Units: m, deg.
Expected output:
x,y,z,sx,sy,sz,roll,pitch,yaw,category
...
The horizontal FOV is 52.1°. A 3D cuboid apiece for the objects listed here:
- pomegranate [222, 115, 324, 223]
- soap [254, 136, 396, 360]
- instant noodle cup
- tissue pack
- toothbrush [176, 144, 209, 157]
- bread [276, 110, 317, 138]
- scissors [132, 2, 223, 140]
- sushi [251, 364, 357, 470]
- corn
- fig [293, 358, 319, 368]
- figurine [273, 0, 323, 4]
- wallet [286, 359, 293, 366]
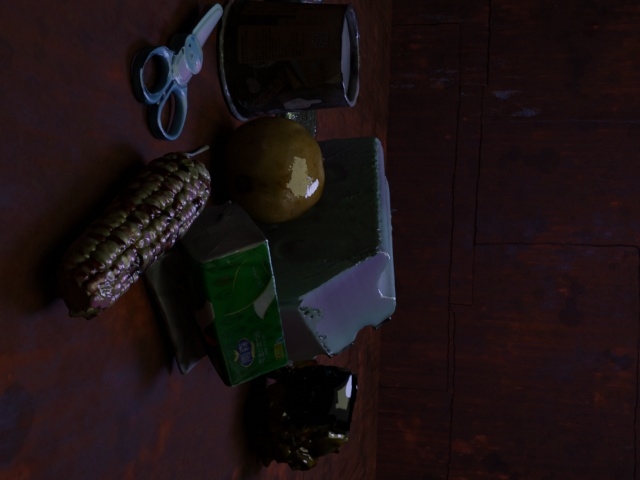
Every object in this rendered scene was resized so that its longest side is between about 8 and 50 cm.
x,y,z,sx,sy,sz,roll,pitch,yaw,category
-0.071,-0.120,1.102,0.196,0.196,0.196,2,90,-77,pomegranate
0.000,0.000,1.206,0.446,0.261,0.156,-86,169,-47,soap
-0.044,-0.315,1.131,0.217,0.207,0.217,2,90,-76,instant noodle cup
-0.150,0.080,0.905,0.148,0.156,0.209,-133,-150,-53,tissue pack
-0.189,-0.127,0.954,0.131,0.011,0.013,-52,129,-68,toothbrush
-0.048,-0.305,1.489,0.267,0.041,0.266,2,90,-77,bread
-0.187,-0.254,0.900,0.125,0.030,0.256,76,23,-47,scissors
-0.034,0.350,1.297,0.213,0.200,0.204,96,3,-69,sushi
-0.207,-0.015,0.740,0.280,0.092,0.092,-61,151,-54,corn
-0.062,0.295,1.463,0.125,0.089,0.088,10,81,-45,fig
-0.050,-0.399,1.299,0.205,0.103,0.260,168,-72,-84,figurine
-0.075,0.187,1.421,0.095,0.026,0.176,42,49,-47,wallet
